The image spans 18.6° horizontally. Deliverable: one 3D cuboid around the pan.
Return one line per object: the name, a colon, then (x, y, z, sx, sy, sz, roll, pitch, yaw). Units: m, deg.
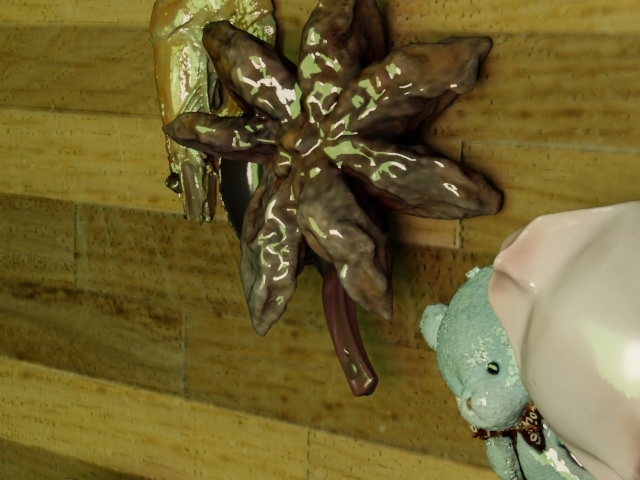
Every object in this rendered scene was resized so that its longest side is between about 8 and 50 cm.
pan: (0.003, 0.000, 1.179, 0.115, 0.040, 0.212, -46, 55, 38)

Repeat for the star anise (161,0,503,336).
star anise: (0.014, -0.061, 1.114, 0.197, 0.073, 0.212, -28, 74, 12)

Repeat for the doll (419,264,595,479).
doll: (0.109, 0.100, 1.048, 0.120, 0.075, 0.180, -27, 73, 51)

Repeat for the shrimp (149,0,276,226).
shrimp: (-0.068, -0.099, 1.259, 0.099, 0.041, 0.180, 9, 99, 31)

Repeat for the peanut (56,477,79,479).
peanut: (-0.113, 0.285, 1.254, 0.313, 0.152, 0.152, 55, 129, 33)

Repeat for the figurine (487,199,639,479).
figurine: (0.194, 0.083, 0.915, 0.276, 0.133, 0.200, 46, 121, 33)
